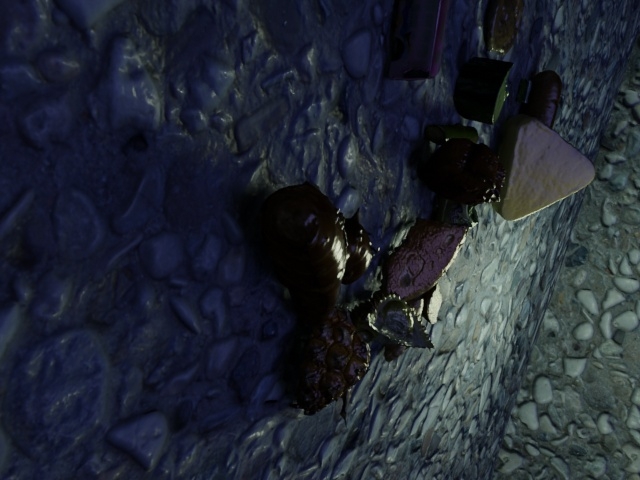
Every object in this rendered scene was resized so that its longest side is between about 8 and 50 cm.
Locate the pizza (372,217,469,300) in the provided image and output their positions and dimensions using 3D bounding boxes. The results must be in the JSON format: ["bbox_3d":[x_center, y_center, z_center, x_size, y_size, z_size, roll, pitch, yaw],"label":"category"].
[{"bbox_3d":[0.278,0.051,1.696,0.365,0.074,0.182,-46,106,-11],"label":"pizza"}]

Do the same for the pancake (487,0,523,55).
[{"bbox_3d":[0.568,-0.676,1.838,0.236,0.042,0.223,20,91,-56],"label":"pancake"}]

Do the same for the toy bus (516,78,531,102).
[{"bbox_3d":[0.731,-0.537,2.149,0.031,0.037,0.083,-7,111,-55],"label":"toy bus"}]

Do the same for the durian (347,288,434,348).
[{"bbox_3d":[0.154,0.226,1.556,0.172,0.166,0.306,-43,142,14],"label":"durian"}]

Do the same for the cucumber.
[{"bbox_3d":[0.488,-0.434,1.772,0.191,0.130,0.191,-37,139,-41],"label":"cucumber"}]

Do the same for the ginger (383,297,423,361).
[{"bbox_3d":[0.263,0.274,1.847,0.137,0.074,0.213,12,92,-48],"label":"ginger"}]

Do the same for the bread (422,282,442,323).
[{"bbox_3d":[0.369,0.210,1.999,0.126,0.044,0.129,-62,144,-26],"label":"bread"}]

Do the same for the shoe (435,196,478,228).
[{"bbox_3d":[0.413,-0.064,1.857,0.140,0.128,0.262,-18,115,-44],"label":"shoe"}]

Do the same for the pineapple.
[{"bbox_3d":[0.028,0.321,1.414,0.161,0.158,0.335,-51,160,-69],"label":"pineapple"}]

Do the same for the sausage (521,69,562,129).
[{"bbox_3d":[0.796,-0.384,2.248,0.136,0.123,0.501,-40,140,-71],"label":"sausage"}]

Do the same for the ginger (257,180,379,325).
[{"bbox_3d":[0.000,0.000,1.231,0.254,0.176,0.418,-55,152,-20],"label":"ginger"}]

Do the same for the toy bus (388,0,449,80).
[{"bbox_3d":[0.227,-0.504,1.374,0.090,0.112,0.274,-27,127,-57],"label":"toy bus"}]

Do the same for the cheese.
[{"bbox_3d":[0.759,-0.229,2.172,0.383,0.104,0.384,-3,112,-9],"label":"cheese"}]

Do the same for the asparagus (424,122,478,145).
[{"bbox_3d":[0.388,-0.307,1.747,0.277,0.060,0.067,-14,128,-51],"label":"asparagus"}]

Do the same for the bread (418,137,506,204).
[{"bbox_3d":[0.401,-0.178,1.672,0.135,0.232,0.247,-62,177,-14],"label":"bread"}]
